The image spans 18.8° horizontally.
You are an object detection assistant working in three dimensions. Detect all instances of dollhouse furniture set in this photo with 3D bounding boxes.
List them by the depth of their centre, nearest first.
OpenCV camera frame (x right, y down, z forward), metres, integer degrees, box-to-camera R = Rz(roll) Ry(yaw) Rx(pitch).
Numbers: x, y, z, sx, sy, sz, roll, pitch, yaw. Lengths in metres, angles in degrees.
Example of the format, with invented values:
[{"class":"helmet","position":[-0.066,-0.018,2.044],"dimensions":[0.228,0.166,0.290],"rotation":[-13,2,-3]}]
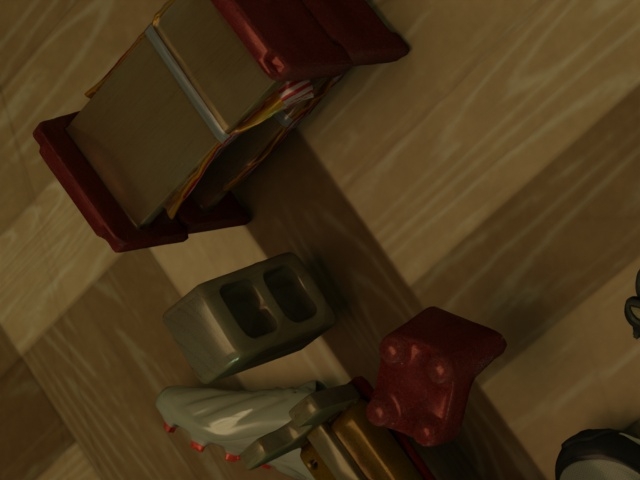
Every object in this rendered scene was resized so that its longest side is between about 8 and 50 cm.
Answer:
[{"class":"dollhouse furniture set","position":[0.000,0.000,1.278],"dimensions":[0.201,0.152,0.374],"rotation":[-43,76,32]}]

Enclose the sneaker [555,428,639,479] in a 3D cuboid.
[{"class":"sneaker","position":[0.212,0.247,1.210],"dimensions":[0.100,0.108,0.271],"rotation":[-23,84,36]}]

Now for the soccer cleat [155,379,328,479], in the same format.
[{"class":"soccer cleat","position":[-0.030,0.130,1.381],"dimensions":[0.196,0.068,0.076],"rotation":[18,89,31]}]

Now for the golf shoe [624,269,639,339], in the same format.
[{"class":"golf shoe","position":[0.277,0.041,1.146],"dimensions":[0.198,0.077,0.093],"rotation":[20,110,28]}]
